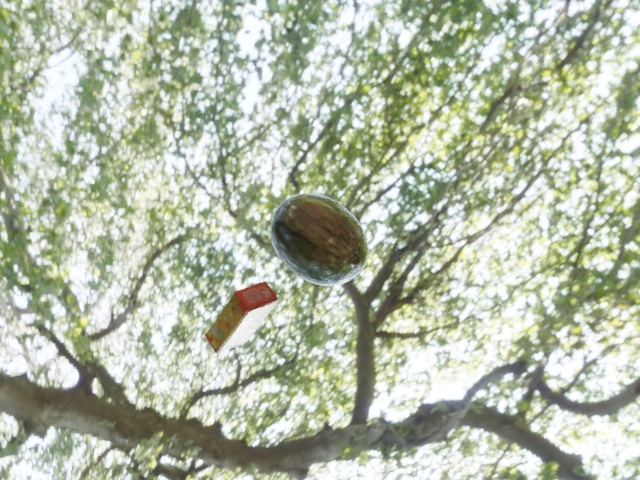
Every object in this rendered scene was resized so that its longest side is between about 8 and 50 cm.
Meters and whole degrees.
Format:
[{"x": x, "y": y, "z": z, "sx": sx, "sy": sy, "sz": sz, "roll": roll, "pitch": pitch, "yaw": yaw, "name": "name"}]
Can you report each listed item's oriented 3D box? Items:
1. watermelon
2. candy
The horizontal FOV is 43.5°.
[{"x": 0.000, "y": 0.000, "z": 0.740, "sx": 0.078, "sy": 0.078, "sz": 0.111, "roll": -21, "pitch": -138, "yaw": -27, "name": "watermelon"}, {"x": -0.116, "y": 0.113, "z": 1.170, "sx": 0.062, "sy": 0.122, "sz": 0.038, "roll": -18, "pitch": -115, "yaw": -43, "name": "candy"}]
